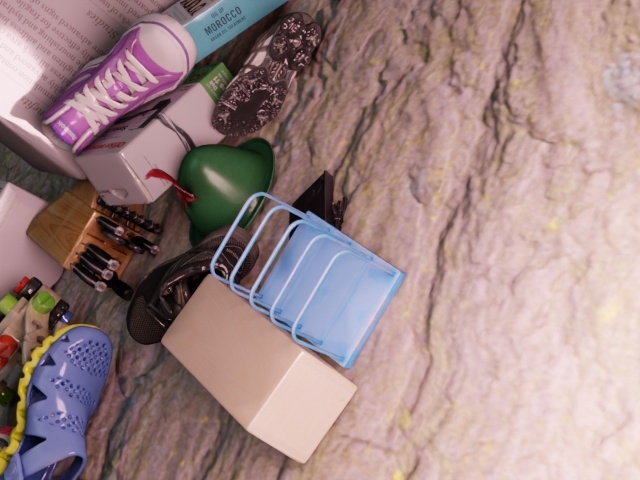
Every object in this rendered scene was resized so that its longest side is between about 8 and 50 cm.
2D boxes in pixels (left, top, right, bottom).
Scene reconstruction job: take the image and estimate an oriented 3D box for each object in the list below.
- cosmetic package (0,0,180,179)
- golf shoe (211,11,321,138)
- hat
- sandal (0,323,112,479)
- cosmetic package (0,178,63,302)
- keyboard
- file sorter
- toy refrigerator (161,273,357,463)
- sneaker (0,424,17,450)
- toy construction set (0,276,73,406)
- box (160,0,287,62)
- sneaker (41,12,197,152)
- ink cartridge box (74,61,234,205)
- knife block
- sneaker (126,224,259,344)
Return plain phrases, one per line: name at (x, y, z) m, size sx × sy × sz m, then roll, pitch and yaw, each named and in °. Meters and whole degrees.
cosmetic package at (-0.416, -0.350, 2.134) m, size 0.393 × 0.329 × 0.327 m, roll -54°, pitch 23°, yaw -9°
golf shoe at (-0.073, -0.223, 1.859) m, size 0.198 × 0.077 × 0.094 m, roll -48°, pitch 21°, yaw 9°
hat at (-0.176, -0.097, 1.784) m, size 0.208 × 0.183 × 0.173 m, roll -13°, pitch 55°, yaw 52°
sandal at (-0.348, 0.265, 1.828) m, size 0.138 × 0.126 × 0.317 m, roll 15°, pitch 82°, yaw 45°
cosmetic package at (-0.555, -0.001, 2.313) m, size 0.365 × 0.155 × 0.197 m, roll 12°, pitch 73°, yaw 60°
keyboard at (0.000, 0.000, 1.600) m, size 0.108 × 0.023 × 0.180 m, roll -44°, pitch 35°, yaw 39°
file sorter at (-0.020, 0.036, 1.480) m, size 0.170 × 0.104 × 0.118 m, roll 34°, pitch 94°, yaw 46°
toy refrigerator at (-0.071, 0.137, 1.526) m, size 0.102 × 0.094 × 0.269 m, roll -55°, pitch 31°, yaw -2°
sneaker at (-0.524, 0.346, 1.971) m, size 0.299 × 0.112 × 0.121 m, roll -34°, pitch 81°, yaw 40°
toy construction set at (-0.466, 0.178, 2.029) m, size 0.328 × 0.151 × 0.215 m, roll -27°, pitch 20°, yaw 34°
box at (-0.159, -0.319, 1.975) m, size 0.244 × 0.060 × 0.100 m, roll -34°, pitch 30°, yaw -2°
sneaker at (-0.279, -0.194, 1.860) m, size 0.282 × 0.102 × 0.161 m, roll -27°, pitch 22°, yaw 51°
ink cartridge box at (-0.217, -0.145, 1.907) m, size 0.208 × 0.087 × 0.153 m, roll -46°, pitch 23°, yaw -26°
knife block at (-0.341, 0.020, 2.029) m, size 0.276 × 0.088 × 0.242 m, roll -34°, pitch 38°, yaw 37°
sneaker at (-0.181, 0.077, 1.714) m, size 0.227 × 0.087 × 0.130 m, roll -34°, pitch 11°, yaw 33°
